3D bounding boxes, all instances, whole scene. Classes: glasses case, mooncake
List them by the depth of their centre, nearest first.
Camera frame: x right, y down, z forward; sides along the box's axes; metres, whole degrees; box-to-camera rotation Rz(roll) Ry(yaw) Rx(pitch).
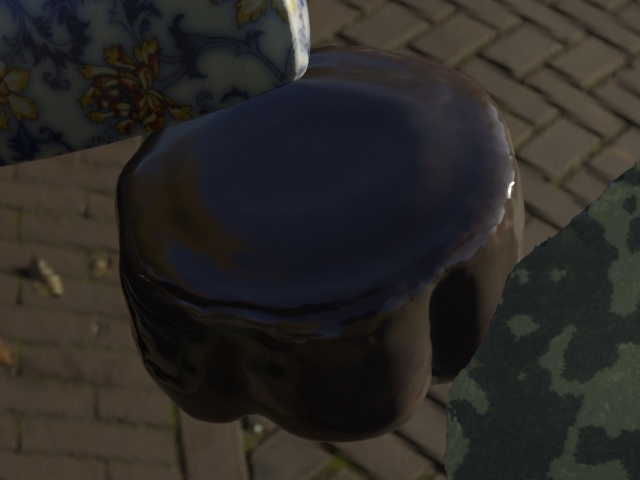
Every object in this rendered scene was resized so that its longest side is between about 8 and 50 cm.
[{"bbox_3d":[-0.124,-0.086,0.811,0.248,0.087,0.065,-10,13,18],"label":"glasses case"},{"bbox_3d":[0.000,0.000,0.974,0.244,0.133,0.245,-4,39,3],"label":"mooncake"}]

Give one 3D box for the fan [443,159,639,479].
[{"bbox_3d":[0.124,0.037,0.525,0.131,0.240,0.009,46,28,-6],"label":"fan"}]
